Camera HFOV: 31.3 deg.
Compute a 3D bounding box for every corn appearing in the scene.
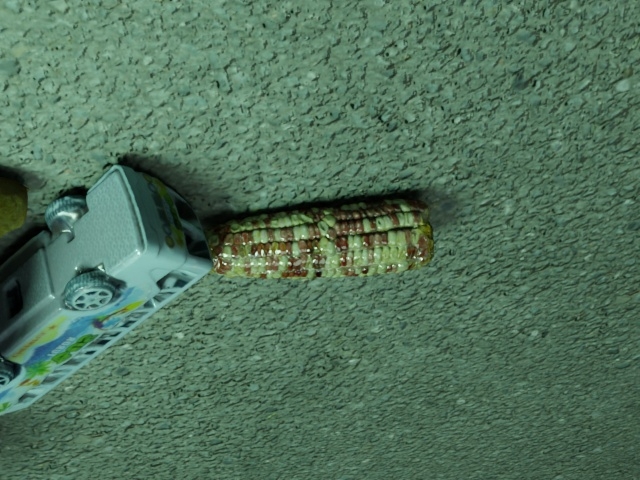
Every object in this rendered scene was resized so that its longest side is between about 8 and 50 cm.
[{"bbox_3d":[0.000,0.000,1.138,0.237,0.079,0.079,-3,144,-9],"label":"corn"}]

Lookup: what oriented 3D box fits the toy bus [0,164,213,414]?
[{"bbox_3d":[-0.248,0.060,1.102,0.329,0.109,0.136,-35,150,27],"label":"toy bus"}]

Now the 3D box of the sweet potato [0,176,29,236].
[{"bbox_3d":[-0.364,-0.031,0.950,0.243,0.077,0.077,4,142,-30],"label":"sweet potato"}]
